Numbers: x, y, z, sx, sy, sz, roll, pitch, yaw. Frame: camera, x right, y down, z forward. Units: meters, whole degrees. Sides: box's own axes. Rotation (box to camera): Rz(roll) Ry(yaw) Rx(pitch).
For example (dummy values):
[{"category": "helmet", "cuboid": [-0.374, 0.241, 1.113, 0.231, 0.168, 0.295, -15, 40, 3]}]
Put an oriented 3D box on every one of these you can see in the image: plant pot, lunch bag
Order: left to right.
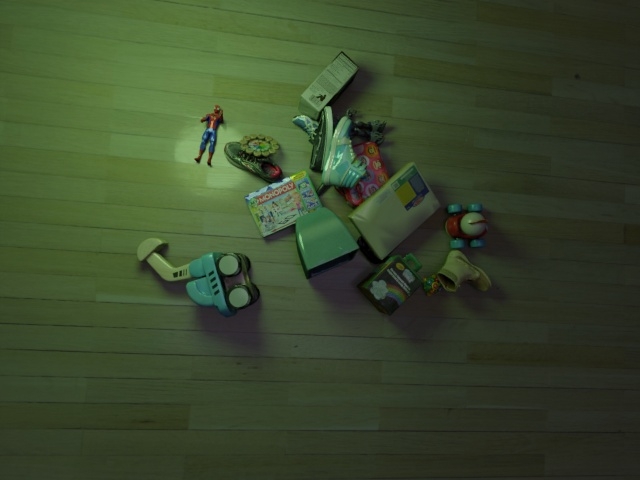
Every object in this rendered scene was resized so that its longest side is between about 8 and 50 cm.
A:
[{"category": "plant pot", "cuboid": [0.000, 0.000, 1.830, 0.247, 0.248, 0.252, -24, 77, -9]}, {"category": "lunch bag", "cuboid": [0.185, -0.310, 1.934, 0.258, 0.120, 0.293, -19, 88, -5]}]

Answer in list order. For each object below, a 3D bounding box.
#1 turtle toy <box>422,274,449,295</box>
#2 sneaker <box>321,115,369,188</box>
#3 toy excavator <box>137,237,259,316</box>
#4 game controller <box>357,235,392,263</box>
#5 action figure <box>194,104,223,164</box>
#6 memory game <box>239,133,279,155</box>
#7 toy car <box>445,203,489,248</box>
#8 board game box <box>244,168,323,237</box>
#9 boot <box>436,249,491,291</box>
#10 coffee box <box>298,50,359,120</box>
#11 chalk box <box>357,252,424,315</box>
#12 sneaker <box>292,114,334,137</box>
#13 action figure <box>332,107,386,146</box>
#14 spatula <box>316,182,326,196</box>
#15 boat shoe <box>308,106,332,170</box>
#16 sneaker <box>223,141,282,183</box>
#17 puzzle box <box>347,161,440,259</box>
[{"category": "turtle toy", "cuboid": [0.569, 0.218, 1.975, 0.130, 0.066, 0.095, -16, 89, -9]}, {"category": "sneaker", "cuboid": [0.142, -0.383, 1.814, 0.208, 0.127, 0.319, 17, 100, 8]}, {"category": "toy excavator", "cuboid": [-0.541, 0.153, 1.766, 0.445, 0.222, 0.433, -17, 88, 0]}, {"category": "game controller", "cuboid": [0.328, -0.035, 1.957, 0.319, 0.067, 0.166, -43, 93, -8]}, {"category": "action figure", "cuboid": [-0.508, -0.503, 1.837, 0.091, 0.139, 0.280, 13, 82, -8]}, {"category": "memory game", "cuboid": [-0.283, -0.446, 1.863, 0.186, 0.012, 0.186, 7, 44, -7]}, {"category": "toy car", "cuboid": [0.743, -0.077, 1.932, 0.210, 0.238, 0.219, -2, 87, -8]}, {"category": "board game box", "cuboid": [-0.170, -0.173, 1.886, 0.317, 0.046, 0.214, -25, 90, -1]}, {"category": "boot", "cuboid": [0.694, 0.191, 1.939, 0.262, 0.095, 0.203, 45, 52, 1]}, {"category": "coffee box", "cuboid": [0.035, -0.723, 1.908, 0.119, 0.168, 0.297, 41, 81, -4]}, {"category": "chalk box", "cuboid": [0.348, 0.186, 1.892, 0.289, 0.179, 0.180, -42, 92, -9]}, {"category": "sneaker", "cuboid": [-0.041, -0.534, 1.929, 0.211, 0.080, 0.081, 23, 82, -6]}, {"category": "action figure", "cuboid": [0.174, -0.551, 1.945, 0.285, 0.099, 0.185, 8, 67, -16]}, {"category": "spatula", "cuboid": [-0.035, -0.197, 1.933, 0.084, 0.030, 0.296, 36, 83, -3]}, {"category": "boat shoe", "cuboid": [-0.005, -0.471, 1.870, 0.102, 0.108, 0.301, 2, 122, -9]}, {"category": "sneaker", "cuboid": [-0.306, -0.377, 1.866, 0.299, 0.112, 0.121, 27, 83, -5]}, {"category": "puzzle box", "cuboid": [0.355, -0.139, 1.892, 0.409, 0.052, 0.272, -41, 111, -9]}]
